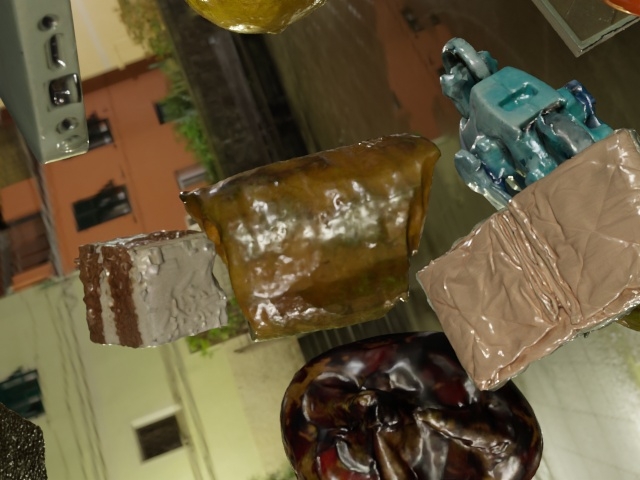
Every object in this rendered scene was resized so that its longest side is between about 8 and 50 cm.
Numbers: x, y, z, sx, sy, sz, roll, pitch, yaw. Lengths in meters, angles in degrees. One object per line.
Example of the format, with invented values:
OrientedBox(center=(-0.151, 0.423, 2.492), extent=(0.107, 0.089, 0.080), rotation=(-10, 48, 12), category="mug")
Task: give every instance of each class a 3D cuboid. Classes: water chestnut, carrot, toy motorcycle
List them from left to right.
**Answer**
OrientedBox(center=(0.000, 0.000, 1.191), extent=(0.241, 0.341, 0.241), rotation=(167, 90, -90), category="carrot")
OrientedBox(center=(0.095, 0.218, 0.984), extent=(0.289, 0.289, 0.244), rotation=(-114, 27, -53), category="water chestnut")
OrientedBox(center=(0.216, -0.088, 0.911), extent=(0.260, 0.154, 0.206), rotation=(53, 176, 46), category="toy motorcycle")

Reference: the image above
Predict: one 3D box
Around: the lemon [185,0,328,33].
OrientedBox(center=(-0.074, -0.381, 1.097), extent=(0.234, 0.288, 0.233), rotation=(26, 146, 19), category="lemon")

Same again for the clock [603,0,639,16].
OrientedBox(center=(0.343, -0.282, 0.808), extent=(0.051, 0.205, 0.205), rotation=(49, -167, -47), category="clock")

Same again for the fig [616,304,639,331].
OrientedBox(center=(0.343, 0.027, 1.080), extent=(0.259, 0.151, 0.151), rotation=(9, 123, 55), category="fig")

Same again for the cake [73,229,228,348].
OrientedBox(center=(-0.207, 0.059, 1.088), extent=(0.147, 0.135, 0.135), rotation=(3, 103, 51), category="cake")

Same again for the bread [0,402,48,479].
OrientedBox(center=(-0.567, 0.387, 1.529), extent=(0.234, 0.111, 0.184), rotation=(70, -177, -59), category="bread")

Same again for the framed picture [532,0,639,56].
OrientedBox(center=(0.455, -0.454, 1.367), extent=(0.247, 0.335, 0.022), rotation=(56, 167, 13), category="framed picture")

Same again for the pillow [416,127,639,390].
OrientedBox(center=(0.175, 0.021, 0.691), extent=(0.232, 0.043, 0.126), rotation=(-40, 62, 39), category="pillow")

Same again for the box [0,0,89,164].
OrientedBox(center=(-0.400, -0.328, 1.109), extent=(0.373, 0.090, 0.367), rotation=(51, 152, 28), category="box")
